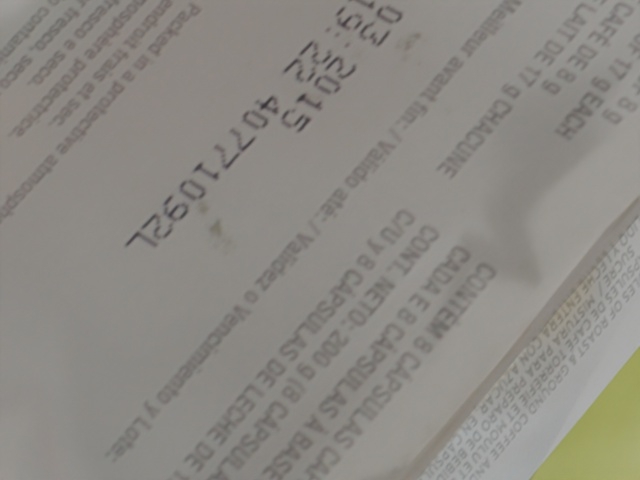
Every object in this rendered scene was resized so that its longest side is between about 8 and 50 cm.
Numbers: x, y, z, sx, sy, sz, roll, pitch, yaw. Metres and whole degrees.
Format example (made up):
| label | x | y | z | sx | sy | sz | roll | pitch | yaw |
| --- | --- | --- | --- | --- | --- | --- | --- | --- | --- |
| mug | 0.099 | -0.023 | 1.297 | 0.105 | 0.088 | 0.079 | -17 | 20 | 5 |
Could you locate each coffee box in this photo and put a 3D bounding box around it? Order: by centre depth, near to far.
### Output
| label | x | y | z | sx | sy | sz | roll | pitch | yaw |
| --- | --- | --- | --- | --- | --- | --- | --- | --- | --- |
| coffee box | 0.000 | 0.000 | 0.605 | 0.338 | 0.337 | 0.334 | 36 | 170 | 32 |
